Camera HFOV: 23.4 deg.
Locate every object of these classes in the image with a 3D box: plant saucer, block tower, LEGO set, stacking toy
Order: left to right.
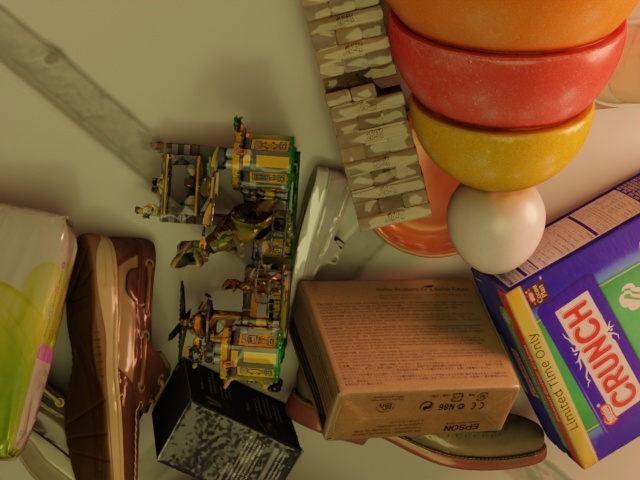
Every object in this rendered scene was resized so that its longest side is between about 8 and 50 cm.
[{"bbox_3d":[-0.131,0.010,1.788,0.192,0.255,0.331,4,103,2],"label":"LEGO set"},{"bbox_3d":[0.048,-0.186,1.807,0.091,0.097,0.335,-13,100,4],"label":"block tower"},{"bbox_3d":[0.143,-0.077,1.910,0.200,0.037,0.200,-2,109,-6],"label":"plant saucer"},{"bbox_3d":[0.198,-0.177,1.743,0.350,0.350,0.480,-1,117,-6],"label":"stacking toy"}]

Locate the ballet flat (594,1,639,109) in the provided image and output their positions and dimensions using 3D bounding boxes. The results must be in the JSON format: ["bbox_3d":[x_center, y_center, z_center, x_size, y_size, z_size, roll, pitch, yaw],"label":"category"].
[{"bbox_3d":[0.431,-0.218,1.844,0.400,0.139,0.139,-3,110,-5],"label":"ballet flat"}]

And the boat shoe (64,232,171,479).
[{"bbox_3d":[-0.234,0.162,1.870,0.123,0.123,0.342,1,79,-33],"label":"boat shoe"}]

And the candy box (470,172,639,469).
[{"bbox_3d":[0.388,0.084,1.926,0.317,0.122,0.268,-29,110,-7],"label":"candy box"}]

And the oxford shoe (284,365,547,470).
[{"bbox_3d":[0.137,0.205,1.968,0.348,0.123,0.130,13,100,-13],"label":"oxford shoe"}]

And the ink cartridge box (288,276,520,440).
[{"bbox_3d":[0.097,0.140,1.872,0.234,0.193,0.088,0,131,-18],"label":"ink cartridge box"}]

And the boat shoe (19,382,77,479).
[{"bbox_3d":[-0.375,0.196,1.917,0.324,0.116,0.097,44,57,-9],"label":"boat shoe"}]

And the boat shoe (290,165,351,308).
[{"bbox_3d":[0.000,0.000,1.913,0.063,0.066,0.184,12,98,-10],"label":"boat shoe"}]

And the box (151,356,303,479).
[{"bbox_3d":[-0.120,0.239,1.925,0.158,0.156,0.093,27,100,-15],"label":"box"}]

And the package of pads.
[{"bbox_3d":[-0.419,0.094,1.792,0.229,0.101,0.297,11,79,1],"label":"package of pads"}]
